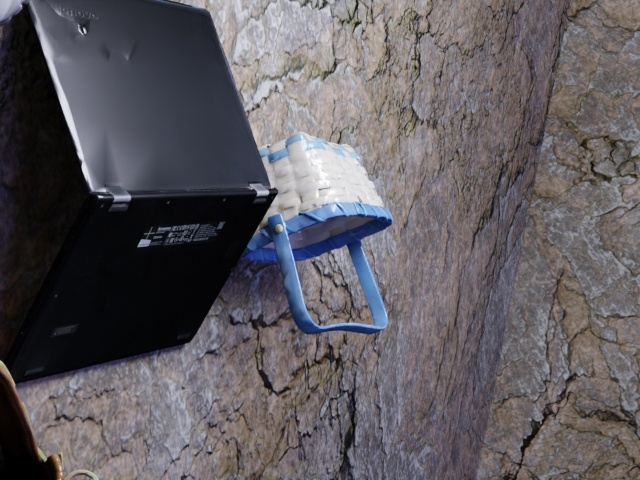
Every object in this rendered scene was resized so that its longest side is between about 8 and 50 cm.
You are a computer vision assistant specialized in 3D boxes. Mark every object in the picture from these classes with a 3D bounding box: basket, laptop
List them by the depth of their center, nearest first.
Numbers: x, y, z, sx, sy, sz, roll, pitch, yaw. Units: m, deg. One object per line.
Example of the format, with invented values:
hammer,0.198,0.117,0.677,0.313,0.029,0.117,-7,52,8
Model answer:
laptop,-0.254,-0.074,1.407,0.408,0.236,0.382,-59,158,18
basket,0.000,0.000,1.676,0.255,0.201,0.289,12,54,-62

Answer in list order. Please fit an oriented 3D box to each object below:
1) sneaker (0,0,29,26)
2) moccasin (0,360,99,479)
sneaker,-0.335,-0.357,1.119,0.129,0.111,0.297,6,88,-47
moccasin,-0.329,0.266,1.201,0.139,0.147,0.380,-45,135,-50
